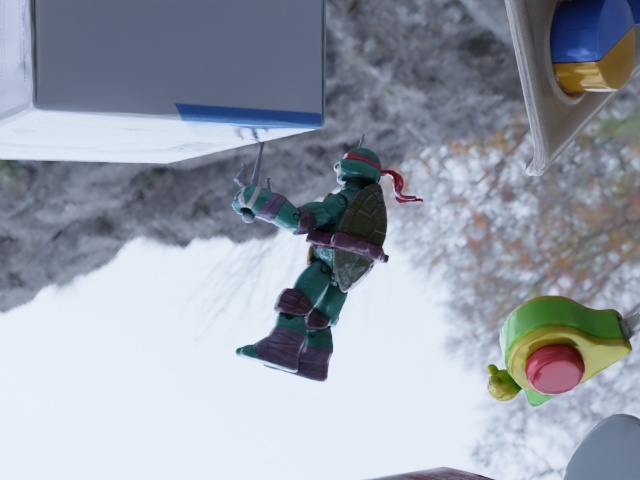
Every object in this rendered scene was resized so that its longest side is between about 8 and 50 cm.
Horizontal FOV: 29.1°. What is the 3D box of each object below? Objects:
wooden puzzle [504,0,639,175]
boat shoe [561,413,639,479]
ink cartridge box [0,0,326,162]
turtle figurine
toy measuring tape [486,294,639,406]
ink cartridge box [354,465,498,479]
[{"bbox_3d":[0.271,-0.276,1.175,0.322,0.081,0.347,-42,-50,-44],"label":"wooden puzzle"},{"bbox_3d":[0.268,0.264,1.229,0.078,0.219,0.070,22,-163,8],"label":"boat shoe"},{"bbox_3d":[-0.165,-0.137,0.976,0.223,0.307,0.129,0,-92,-29],"label":"ink cartridge box"},{"bbox_3d":[0.000,0.000,1.064,0.175,0.118,0.234,27,-104,-49],"label":"turtle figurine"},{"bbox_3d":[0.316,0.089,1.445,0.121,0.330,0.121,39,-152,-25],"label":"toy measuring tape"},{"bbox_3d":[0.008,0.211,0.498,0.117,0.207,0.283,19,-176,31],"label":"ink cartridge box"}]
